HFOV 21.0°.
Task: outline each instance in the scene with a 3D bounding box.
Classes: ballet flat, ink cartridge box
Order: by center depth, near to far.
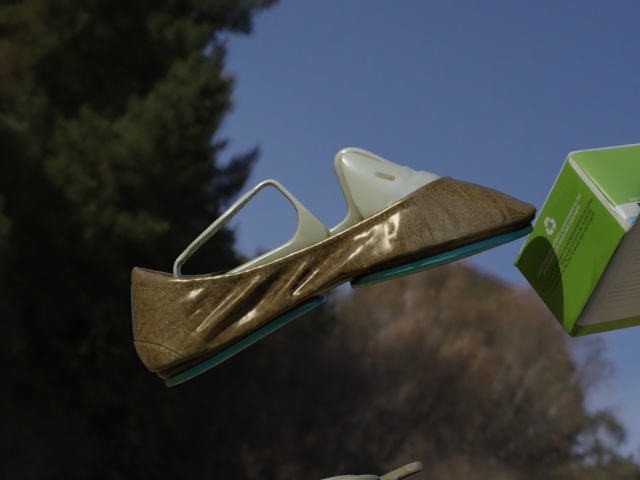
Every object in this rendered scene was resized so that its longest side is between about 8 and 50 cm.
[{"bbox_3d":[0.000,0.000,1.389,0.116,0.342,0.124,8,59,-89],"label":"ballet flat"},{"bbox_3d":[0.298,-0.052,1.414,0.097,0.188,0.255,55,-41,36],"label":"ink cartridge box"}]

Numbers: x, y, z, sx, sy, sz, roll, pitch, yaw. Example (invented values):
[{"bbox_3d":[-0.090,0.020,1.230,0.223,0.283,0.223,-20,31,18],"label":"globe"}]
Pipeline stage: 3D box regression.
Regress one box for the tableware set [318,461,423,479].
[{"bbox_3d":[-0.045,0.164,0.860,0.194,0.039,0.128,-31,-20,37],"label":"tableware set"}]
